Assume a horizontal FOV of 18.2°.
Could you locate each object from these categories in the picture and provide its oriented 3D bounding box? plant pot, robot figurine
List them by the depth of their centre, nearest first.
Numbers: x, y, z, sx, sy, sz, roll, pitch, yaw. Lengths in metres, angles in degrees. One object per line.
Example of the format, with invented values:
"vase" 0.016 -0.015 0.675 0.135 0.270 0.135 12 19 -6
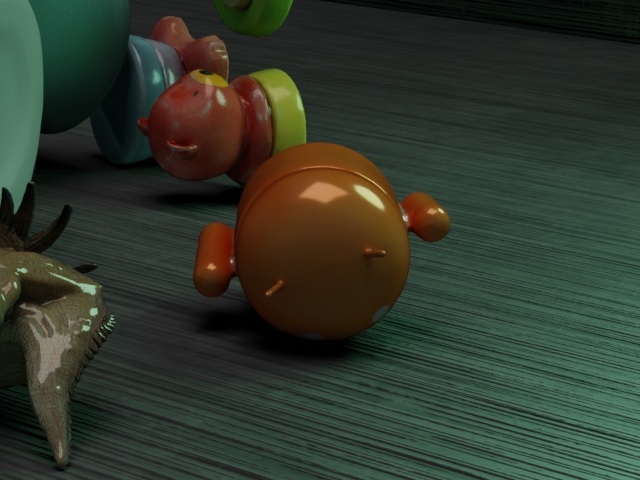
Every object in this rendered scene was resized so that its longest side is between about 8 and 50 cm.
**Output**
"robot figurine" -0.002 0.001 1.445 0.158 0.128 0.219 23 10 -7
"plant pot" -0.332 -0.218 1.897 0.271 0.272 0.255 16 -3 43

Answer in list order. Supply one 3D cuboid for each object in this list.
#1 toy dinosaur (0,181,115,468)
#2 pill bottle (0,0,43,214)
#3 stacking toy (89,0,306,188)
"toy dinosaur" -0.199 0.041 1.252 0.200 0.127 0.295 3 16 -45
"pill bottle" -0.452 -0.122 1.633 0.407 0.229 0.229 5 13 11
"stacking toy" -0.141 -0.192 1.919 0.130 0.279 0.309 -3 10 -30
